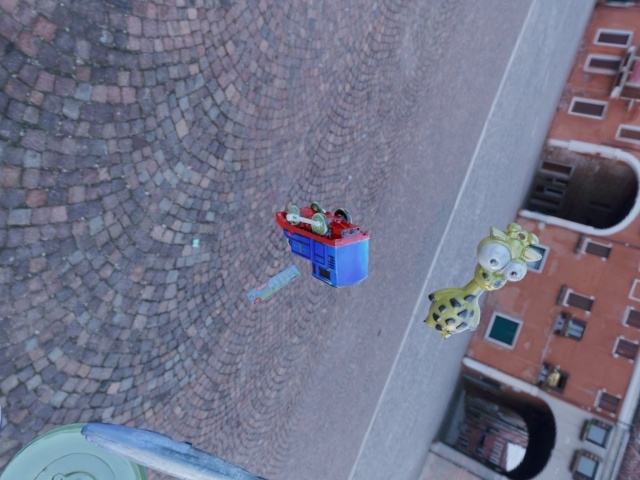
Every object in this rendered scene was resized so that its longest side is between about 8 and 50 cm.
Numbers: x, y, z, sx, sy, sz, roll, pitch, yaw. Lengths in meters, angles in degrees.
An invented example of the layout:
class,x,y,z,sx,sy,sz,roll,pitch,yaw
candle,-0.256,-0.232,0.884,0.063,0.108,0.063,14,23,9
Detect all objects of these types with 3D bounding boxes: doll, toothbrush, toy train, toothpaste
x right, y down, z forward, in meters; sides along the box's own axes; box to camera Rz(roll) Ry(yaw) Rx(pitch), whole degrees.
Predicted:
class,x,y,z,sx,sy,sz,roll,pitch,yaw
doll,0.309,0.089,0.870,0.291,0.117,0.086,-58,180,34
toothbrush,-0.053,0.273,0.480,0.035,0.413,0.042,-57,-165,19
toy train,0.000,0.000,0.844,0.082,0.204,0.131,-15,112,-33
toothpaste,-0.137,0.130,1.364,0.070,0.044,0.193,-37,176,39

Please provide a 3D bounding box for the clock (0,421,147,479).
class,x,y,z,sx,sy,sz,roll,pitch,yaw
clock,-0.398,0.417,0.717,0.029,0.235,0.235,-46,169,31

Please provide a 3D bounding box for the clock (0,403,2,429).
class,x,y,z,sx,sy,sz,roll,pitch,yaw
clock,-0.386,0.106,0.384,0.083,0.230,0.230,-35,141,-26
